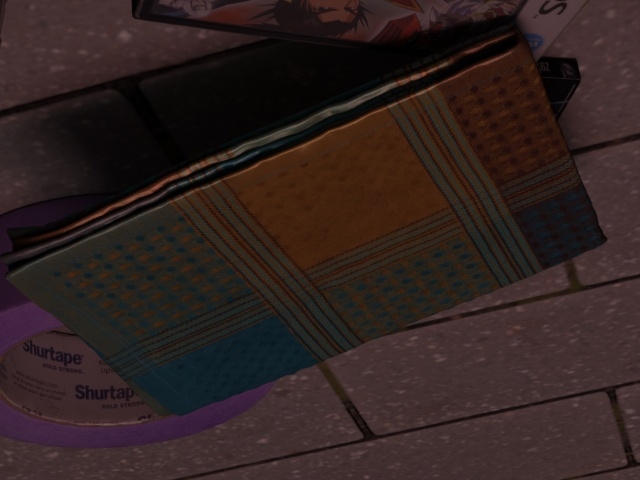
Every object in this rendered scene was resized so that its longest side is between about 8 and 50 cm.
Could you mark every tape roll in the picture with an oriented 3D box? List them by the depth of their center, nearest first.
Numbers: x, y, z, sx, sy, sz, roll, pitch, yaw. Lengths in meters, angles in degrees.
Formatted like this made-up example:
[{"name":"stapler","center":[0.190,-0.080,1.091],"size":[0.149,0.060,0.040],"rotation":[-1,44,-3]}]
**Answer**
[{"name":"tape roll","center":[-0.172,0.073,1.276],"size":[0.274,0.090,0.275],"rotation":[-4,149,-3]}]

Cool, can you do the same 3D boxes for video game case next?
[{"name":"video game case","center":[0.049,-0.186,0.909],"size":[0.274,0.035,0.248],"rotation":[5,155,-17]}]

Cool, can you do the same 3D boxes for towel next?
[{"name":"towel","center":[0.000,0.000,1.102],"size":[0.370,0.040,0.271],"rotation":[-23,145,9]}]

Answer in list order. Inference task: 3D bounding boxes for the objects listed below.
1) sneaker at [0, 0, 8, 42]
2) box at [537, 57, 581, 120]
[{"name":"sneaker","center":[-0.279,-0.082,0.955],"size":[0.228,0.132,0.086],"rotation":[-29,143,31]},{"name":"box","center":[0.141,-0.099,1.122],"size":[0.067,0.018,0.083],"rotation":[2,148,-15]}]
